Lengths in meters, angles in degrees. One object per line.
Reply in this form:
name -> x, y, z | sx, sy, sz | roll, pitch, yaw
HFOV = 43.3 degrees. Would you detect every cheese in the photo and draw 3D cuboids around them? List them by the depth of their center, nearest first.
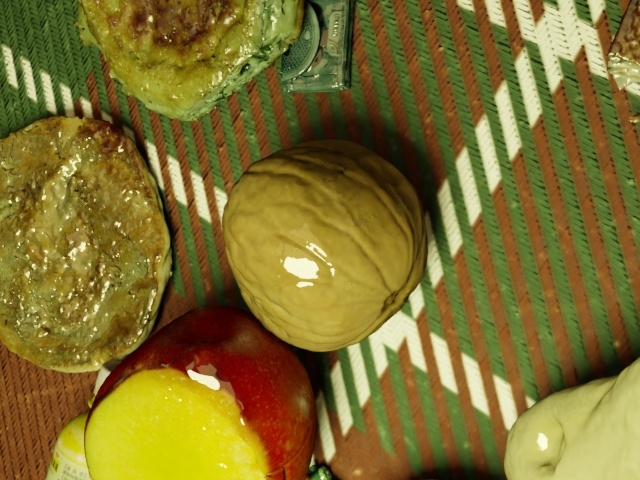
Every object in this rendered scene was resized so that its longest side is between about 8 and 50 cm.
cheese -> 0.373, 0.198, 0.732 | 0.328, 0.351, 0.129 | 8, 61, -13

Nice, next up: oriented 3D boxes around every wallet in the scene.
wallet -> -0.006, -0.243, 0.963 | 0.088, 0.026, 0.129 | 3, 90, 22

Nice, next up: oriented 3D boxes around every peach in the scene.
peach -> -0.123, 0.188, 0.886 | 0.249, 0.245, 0.274 | 16, 135, -15

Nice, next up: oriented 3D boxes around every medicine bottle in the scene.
medicine bottle -> -0.272, 0.262, 1.017 | 0.122, 0.122, 0.212 | 20, 97, 22

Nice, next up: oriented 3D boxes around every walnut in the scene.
walnut -> 0.000, 0.000, 0.854 | 0.228, 0.228, 0.228 | 0, 89, 23

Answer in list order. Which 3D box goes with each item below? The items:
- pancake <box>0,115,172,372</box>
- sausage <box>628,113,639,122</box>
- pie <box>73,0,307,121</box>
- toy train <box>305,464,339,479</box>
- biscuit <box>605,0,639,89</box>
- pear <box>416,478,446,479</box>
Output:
pancake -> -0.347, 0.005, 1.085 | 0.356, 0.065, 0.356 | 0, 90, 19
sausage -> 0.420, -0.022, 0.744 | 0.112, 0.112, 0.328 | -48, 71, 15
pie -> -0.173, -0.308, 0.979 | 0.355, 0.103, 0.288 | -29, 88, 29
toy train -> -0.020, 0.309, 0.955 | 0.103, 0.044, 0.064 | -35, 66, 19
biscuit -> 0.372, -0.260, 0.783 | 0.106, 0.070, 0.252 | 25, 99, 22
pear -> 0.136, 0.351, 0.760 | 0.159, 0.292, 0.292 | -34, 77, 15
